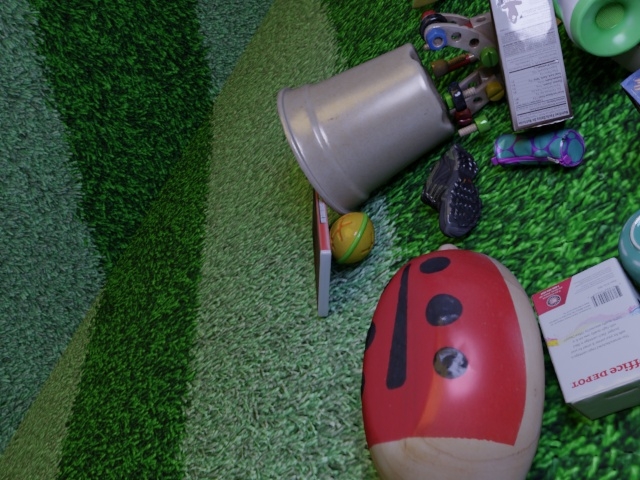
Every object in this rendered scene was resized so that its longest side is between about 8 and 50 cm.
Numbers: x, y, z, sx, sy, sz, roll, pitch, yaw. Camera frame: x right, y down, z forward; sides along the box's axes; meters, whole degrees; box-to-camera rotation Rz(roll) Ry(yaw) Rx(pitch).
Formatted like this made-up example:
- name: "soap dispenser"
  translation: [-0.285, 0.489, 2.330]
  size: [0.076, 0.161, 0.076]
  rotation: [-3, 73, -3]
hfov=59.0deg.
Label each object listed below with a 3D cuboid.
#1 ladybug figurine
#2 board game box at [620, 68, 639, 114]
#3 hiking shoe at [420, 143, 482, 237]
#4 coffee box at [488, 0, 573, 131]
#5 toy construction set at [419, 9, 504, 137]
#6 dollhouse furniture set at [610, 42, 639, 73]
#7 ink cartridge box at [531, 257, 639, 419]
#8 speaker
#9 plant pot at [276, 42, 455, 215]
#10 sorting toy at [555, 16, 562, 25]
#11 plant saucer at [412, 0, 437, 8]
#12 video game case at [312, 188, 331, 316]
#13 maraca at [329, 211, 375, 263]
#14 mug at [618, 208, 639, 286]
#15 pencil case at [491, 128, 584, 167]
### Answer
- name: "ladybug figurine"
  translation: [0.173, 0.190, 0.853]
  size: [0.305, 0.162, 0.449]
  rotation: [-34, 38, 43]
- name: "board game box"
  translation: [0.496, -0.109, 0.738]
  size: [0.042, 0.165, 0.243]
  rotation: [-36, 36, 26]
- name: "hiking shoe"
  translation: [0.253, -0.082, 1.125]
  size: [0.114, 0.086, 0.227]
  rotation: [-39, 27, 46]
- name: "coffee box"
  translation: [0.366, -0.323, 0.995]
  size: [0.098, 0.247, 0.141]
  rotation: [-11, 7, 20]
- name: "toy construction set"
  translation: [0.355, -0.404, 1.204]
  size: [0.237, 0.257, 0.309]
  rotation: [-22, 18, 15]
- name: "dollhouse furniture set"
  translation: [0.626, -0.392, 0.903]
  size: [0.242, 0.161, 0.212]
  rotation: [-39, 28, 64]
- name: "ink cartridge box"
  translation: [0.375, 0.131, 0.755]
  size: [0.127, 0.072, 0.175]
  rotation: [-33, 38, 30]
- name: "speaker"
  translation: [0.462, -0.421, 0.962]
  size: [0.131, 0.131, 0.297]
  rotation: [-32, 28, 31]
- name: "plant pot"
  translation: [0.120, -0.266, 1.272]
  size: [0.305, 0.334, 0.334]
  rotation: [-26, 40, 20]
- name: "sorting toy"
  translation: [0.495, -0.472, 1.222]
  size: [0.083, 0.012, 0.062]
  rotation: [-42, 34, 20]
- name: "plant saucer"
  translation: [0.377, -0.828, 1.511]
  size: [0.333, 0.081, 0.333]
  rotation: [-63, -4, -27]
- name: "video game case"
  translation: [0.000, 0.000, 1.286]
  size: [0.025, 0.204, 0.285]
  rotation: [-1, 44, -4]
- name: "maraca"
  translation: [0.065, -0.006, 1.270]
  size: [0.127, 0.099, 0.185]
  rotation: [-59, 7, -6]
- name: "mug"
  translation: [0.457, 0.002, 0.747]
  size: [0.129, 0.097, 0.158]
  rotation: [-48, 33, 10]
- name: "pencil case"
  translation: [0.390, -0.164, 1.021]
  size: [0.070, 0.064, 0.151]
  rotation: [-50, 29, -20]
